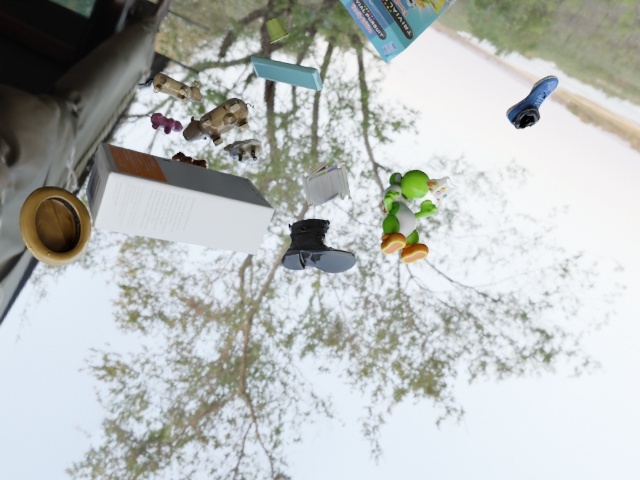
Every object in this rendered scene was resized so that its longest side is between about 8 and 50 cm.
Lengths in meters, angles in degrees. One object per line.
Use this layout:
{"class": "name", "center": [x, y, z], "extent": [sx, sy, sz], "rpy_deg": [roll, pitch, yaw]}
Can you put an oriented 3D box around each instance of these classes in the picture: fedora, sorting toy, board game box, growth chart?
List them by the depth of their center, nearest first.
{"class": "fedora", "center": [-0.651, -0.033, 1.365], "extent": [0.079, 0.194, 0.194], "rpy_deg": [-5, -178, 34]}
{"class": "board game box", "center": [0.205, -0.670, 1.521], "extent": [0.253, 0.079, 0.336], "rpy_deg": [50, -126, -14]}
{"class": "sorting toy", "center": [0.391, -0.168, 1.803], "extent": [0.083, 0.075, 0.044], "rpy_deg": [46, -152, -19]}
{"class": "growth chart", "center": [0.016, -0.211, 2.091], "extent": [0.021, 0.171, 0.237], "rpy_deg": [-3, 174, -45]}

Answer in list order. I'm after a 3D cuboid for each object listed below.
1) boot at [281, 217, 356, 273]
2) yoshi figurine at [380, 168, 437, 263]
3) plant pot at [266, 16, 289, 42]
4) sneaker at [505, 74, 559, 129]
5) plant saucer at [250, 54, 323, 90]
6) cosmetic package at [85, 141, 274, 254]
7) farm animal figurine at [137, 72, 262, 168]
{"class": "boot", "center": [0.000, 0.000, 1.855], "extent": [0.263, 0.091, 0.229], "rpy_deg": [2, -143, 12]}
{"class": "yoshi figurine", "center": [0.308, -0.116, 1.975], "extent": [0.203, 0.203, 0.361], "rpy_deg": [-2, -126, 8]}
{"class": "plant pot", "center": [-0.176, -0.832, 2.226], "extent": [0.083, 0.083, 0.079], "rpy_deg": [-77, -36, -66]}
{"class": "sneaker", "center": [0.544, -0.341, 1.423], "extent": [0.058, 0.152, 0.084], "rpy_deg": [34, -150, -31]}
{"class": "plant saucer", "center": [-0.085, -0.405, 1.373], "extent": [0.192, 0.018, 0.067], "rpy_deg": [20, 157, 24]}
{"class": "cosmetic package", "center": [-0.386, -0.110, 1.566], "extent": [0.454, 0.161, 0.230], "rpy_deg": [11, -158, -34]}
{"class": "farm animal figurine", "center": [-0.369, -0.381, 1.785], "extent": [0.327, 0.330, 0.172], "rpy_deg": [-14, -151, -10]}
